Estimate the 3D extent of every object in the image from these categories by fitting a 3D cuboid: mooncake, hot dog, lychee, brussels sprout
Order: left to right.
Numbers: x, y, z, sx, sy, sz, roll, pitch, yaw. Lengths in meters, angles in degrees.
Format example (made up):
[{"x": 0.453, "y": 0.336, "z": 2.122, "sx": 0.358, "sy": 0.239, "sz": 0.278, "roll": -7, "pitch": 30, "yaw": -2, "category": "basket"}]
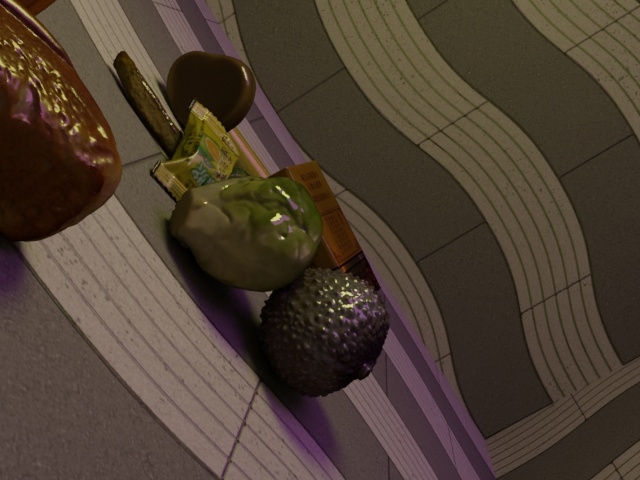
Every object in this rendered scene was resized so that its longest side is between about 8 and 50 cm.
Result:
[{"x": -0.423, "y": -0.187, "z": 0.907, "sx": 0.405, "sy": 0.185, "sz": 0.223, "roll": 48, "pitch": 16, "yaw": -46, "category": "hot dog"}, {"x": -0.295, "y": -0.389, "z": 2.052, "sx": 0.235, "sy": 0.234, "sz": 0.117, "roll": 59, "pitch": 7, "yaw": 3, "category": "mooncake"}, {"x": -0.136, "y": -0.024, "z": 1.558, "sx": 0.273, "sy": 0.243, "sz": 0.316, "roll": 28, "pitch": 14, "yaw": 36, "category": "brussels sprout"}, {"x": 0.007, "y": 0.186, "z": 1.616, "sx": 0.300, "sy": 0.300, "sz": 0.300, "roll": 56, "pitch": 10, "yaw": -16, "category": "lychee"}]

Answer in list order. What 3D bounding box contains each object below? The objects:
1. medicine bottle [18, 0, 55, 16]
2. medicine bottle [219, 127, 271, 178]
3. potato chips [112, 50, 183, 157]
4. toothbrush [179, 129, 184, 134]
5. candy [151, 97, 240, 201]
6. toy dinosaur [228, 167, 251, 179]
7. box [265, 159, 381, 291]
[{"x": -0.534, "y": -0.491, "z": 1.368, "sx": 0.112, "sy": 0.149, "sz": 0.222, "roll": 51, "pitch": 12, "yaw": -38, "category": "medicine bottle"}, {"x": -0.226, "y": -0.229, "z": 2.212, "sx": 0.426, "sy": 0.108, "sz": 0.108, "roll": 55, "pitch": 11, "yaw": -17, "category": "medicine bottle"}, {"x": -0.359, "y": -0.259, "z": 1.792, "sx": 0.407, "sy": 0.057, "sz": 0.080, "roll": 55, "pitch": 7, "yaw": -21, "category": "potato chips"}, {"x": -0.340, "y": -0.250, "z": 1.995, "sx": 0.097, "sy": 0.008, "sz": 0.006, "roll": 55, "pitch": 24, "yaw": -22, "category": "toothbrush"}, {"x": -0.275, "y": -0.186, "z": 1.747, "sx": 0.187, "sy": 0.081, "sz": 0.297, "roll": 48, "pitch": 39, "yaw": -30, "category": "candy"}, {"x": -0.191, "y": -0.160, "z": 2.057, "sx": 0.447, "sy": 0.087, "sz": 0.301, "roll": 47, "pitch": 28, "yaw": -21, "category": "toy dinosaur"}, {"x": 0.001, "y": 0.000, "z": 2.033, "sx": 0.415, "sy": 0.115, "sz": 0.264, "roll": 63, "pitch": 18, "yaw": -1, "category": "box"}]
